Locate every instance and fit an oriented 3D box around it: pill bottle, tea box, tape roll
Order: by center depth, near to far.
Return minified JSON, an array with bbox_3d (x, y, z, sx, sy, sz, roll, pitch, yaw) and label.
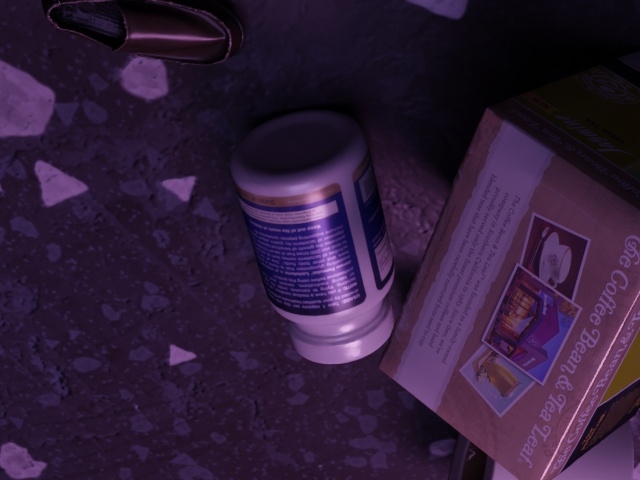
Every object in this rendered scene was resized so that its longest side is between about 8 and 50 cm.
[{"bbox_3d":[0.276,0.019,1.425,0.220,0.323,0.329,37,126,24],"label":"tea box"},{"bbox_3d":[0.000,0.000,1.574,0.153,0.153,0.265,-8,124,10],"label":"pill bottle"},{"bbox_3d":[0.262,0.301,1.718,0.169,0.246,0.246,12,126,-6],"label":"tape roll"}]

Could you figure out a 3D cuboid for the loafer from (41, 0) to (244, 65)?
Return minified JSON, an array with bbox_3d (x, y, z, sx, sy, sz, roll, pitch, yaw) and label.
[{"bbox_3d":[-0.190,-0.222,1.474,0.220,0.078,0.080,10,126,-3],"label":"loafer"}]
